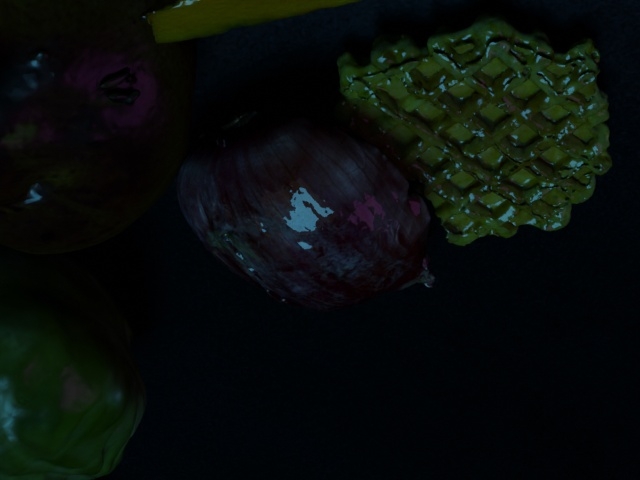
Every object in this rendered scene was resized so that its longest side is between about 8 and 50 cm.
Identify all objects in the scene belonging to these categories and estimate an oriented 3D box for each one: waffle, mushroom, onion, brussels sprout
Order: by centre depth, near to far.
[{"bbox_3d":[-0.271,-0.144,1.520,0.345,0.260,0.345,-19,148,-12],"label":"mushroom"},{"bbox_3d":[0.135,-0.097,1.612,0.291,0.051,0.291,4,139,3],"label":"waffle"},{"bbox_3d":[0.000,0.000,1.645,0.283,0.120,0.227,34,153,-30],"label":"onion"},{"bbox_3d":[-0.318,0.138,1.745,0.289,0.281,0.354,-37,147,15],"label":"brussels sprout"}]

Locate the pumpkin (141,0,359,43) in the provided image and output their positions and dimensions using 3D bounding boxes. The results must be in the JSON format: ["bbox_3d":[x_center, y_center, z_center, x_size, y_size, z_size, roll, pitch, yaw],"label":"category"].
[{"bbox_3d":[-0.061,-0.304,1.273,0.225,0.256,0.303,-5,159,4],"label":"pumpkin"}]
